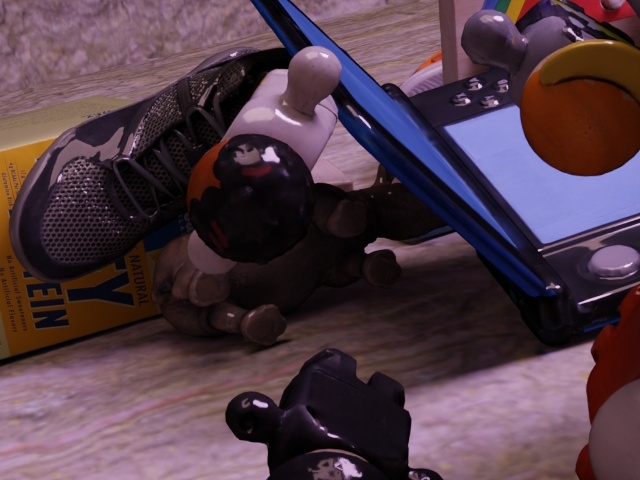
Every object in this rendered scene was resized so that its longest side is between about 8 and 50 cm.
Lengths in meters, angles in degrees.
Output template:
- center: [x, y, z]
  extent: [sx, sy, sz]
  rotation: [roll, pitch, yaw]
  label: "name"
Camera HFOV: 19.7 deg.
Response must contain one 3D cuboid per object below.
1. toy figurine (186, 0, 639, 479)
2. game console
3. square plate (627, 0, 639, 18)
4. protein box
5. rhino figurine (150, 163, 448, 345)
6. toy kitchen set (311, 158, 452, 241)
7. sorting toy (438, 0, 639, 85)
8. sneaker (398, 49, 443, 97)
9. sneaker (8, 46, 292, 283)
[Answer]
- center: [0.054, 0.018, 0.726]
  extent: [0.213, 0.210, 0.148]
  rotation: [-11, 18, 9]
  label: "toy figurine"
- center: [0.107, -0.088, 1.059]
  extent: [0.250, 0.173, 0.293]
  rotation: [-18, 32, -8]
  label: "game console"
- center: [0.253, -0.018, 0.682]
  extent: [0.344, 0.049, 0.347]
  rotation: [29, 14, -2]
  label: "square plate"
- center: [-0.206, -0.011, 1.284]
  extent: [0.199, 0.136, 0.201]
  rotation: [-16, 12, -21]
  label: "protein box"
- center: [0.000, 0.000, 1.169]
  extent: [0.243, 0.073, 0.106]
  rotation: [-23, 15, -29]
  label: "rhino figurine"
- center: [0.014, -0.043, 1.356]
  extent: [0.166, 0.122, 0.207]
  rotation: [-17, 33, -23]
  label: "toy kitchen set"
- center: [0.220, -0.166, 1.343]
  extent: [0.257, 0.256, 0.089]
  rotation: [-17, 29, -22]
  label: "sorting toy"
- center: [0.201, -0.149, 1.549]
  extent: [0.321, 0.125, 0.180]
  rotation: [-12, 13, 1]
  label: "sneaker"
- center: [-0.087, -0.054, 1.143]
  extent: [0.227, 0.087, 0.130]
  rotation: [-33, 13, -25]
  label: "sneaker"
